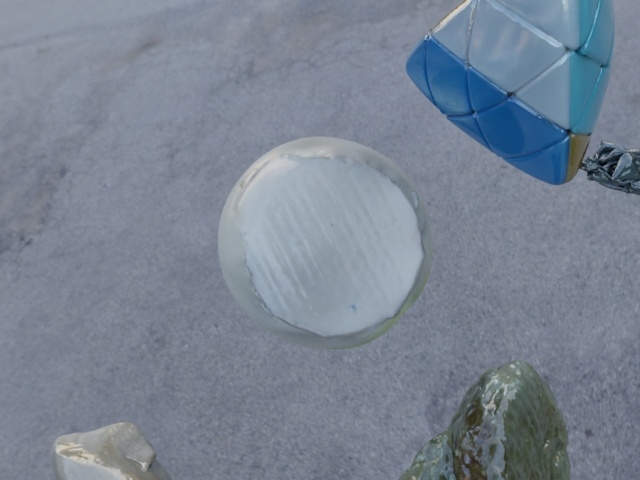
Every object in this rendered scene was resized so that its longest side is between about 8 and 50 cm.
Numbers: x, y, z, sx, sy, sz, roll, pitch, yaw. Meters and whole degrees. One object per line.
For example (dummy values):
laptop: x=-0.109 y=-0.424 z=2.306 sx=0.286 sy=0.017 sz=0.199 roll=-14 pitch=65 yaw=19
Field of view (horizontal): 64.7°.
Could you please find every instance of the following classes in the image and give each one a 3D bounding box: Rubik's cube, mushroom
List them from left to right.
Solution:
mushroom: x=-0.180 y=0.266 z=0.481 sx=0.096 sy=0.108 sz=0.247 roll=-38 pitch=39 yaw=-17
Rubik's cube: x=0.238 y=-0.178 z=0.523 sx=0.254 sy=0.254 sz=0.255 roll=-15 pitch=50 yaw=18

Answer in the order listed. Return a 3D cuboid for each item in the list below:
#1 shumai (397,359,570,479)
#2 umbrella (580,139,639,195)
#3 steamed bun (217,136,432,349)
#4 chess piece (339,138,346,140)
shumai: x=0.199 y=0.290 z=0.670 sx=0.203 sy=0.222 sz=0.272 roll=-8 pitch=40 yaw=46
umbrella: x=0.646 y=-0.140 z=1.032 sx=0.348 sy=0.094 sz=0.143 roll=15 pitch=21 yaw=-8
steamed bun: x=0.000 y=0.000 z=0.741 sx=0.309 sy=0.309 sz=0.310 roll=-15 pitch=50 yaw=18
chess piece: x=-0.015 y=-0.034 z=0.948 sx=0.138 sy=0.124 sz=0.307 roll=32 pitch=83 yaw=28
